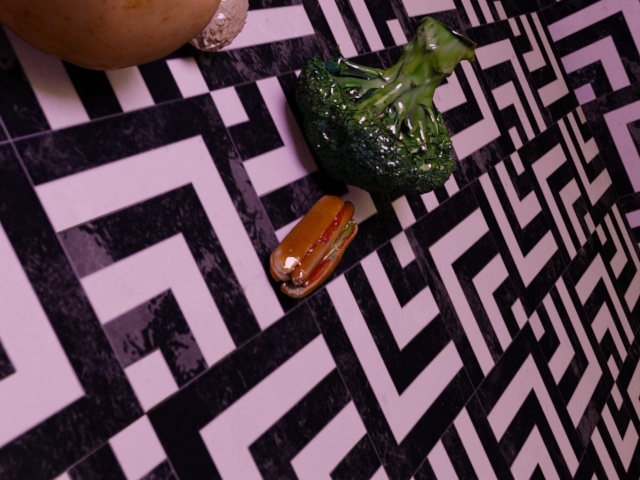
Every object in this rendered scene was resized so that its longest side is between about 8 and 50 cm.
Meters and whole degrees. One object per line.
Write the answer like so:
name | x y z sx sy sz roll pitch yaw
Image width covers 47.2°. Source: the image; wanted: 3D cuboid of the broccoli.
broccoli | 0.102 -0.220 1.162 0.297 0.297 0.297 30 19 -11

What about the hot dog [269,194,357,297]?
hot dog | 0.000 0.000 1.101 0.092 0.062 0.236 53 39 -15

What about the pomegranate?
pomegranate | -0.232 -0.329 0.776 0.307 0.307 0.307 25 55 -43

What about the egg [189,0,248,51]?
egg | -0.156 -0.327 1.015 0.116 0.118 0.140 29 42 -19
